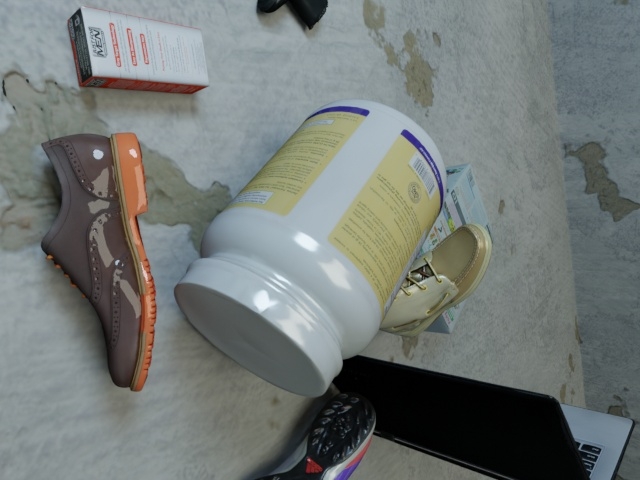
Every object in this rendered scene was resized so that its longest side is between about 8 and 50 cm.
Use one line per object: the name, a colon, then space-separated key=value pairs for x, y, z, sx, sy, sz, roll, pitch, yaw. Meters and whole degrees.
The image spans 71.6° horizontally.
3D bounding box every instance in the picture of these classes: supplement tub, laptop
supplement tub: x=0.000 y=0.000 z=0.577 sx=0.331 sy=0.241 sz=0.241 roll=-54 pitch=125 yaw=-31
laptop: x=0.255 y=0.243 z=0.737 sx=0.407 sy=0.381 sz=0.237 roll=-14 pitch=100 yaw=-45

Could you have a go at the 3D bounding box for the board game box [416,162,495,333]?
board game box: x=0.261 y=0.011 z=0.956 sx=0.303 sy=0.097 sz=0.224 roll=-49 pitch=122 yaw=-37

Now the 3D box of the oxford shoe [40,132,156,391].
oxford shoe: x=-0.229 y=0.026 z=0.463 sx=0.098 sy=0.097 sz=0.272 roll=-6 pitch=89 yaw=-26

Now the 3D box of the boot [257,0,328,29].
boot: x=-0.039 y=-0.372 z=0.688 sx=0.099 sy=0.045 sz=0.121 roll=38 pitch=65 yaw=-46

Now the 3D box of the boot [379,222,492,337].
boot: x=0.137 y=0.066 z=0.729 sx=0.203 sy=0.262 sz=0.095 roll=9 pitch=42 yaw=-34

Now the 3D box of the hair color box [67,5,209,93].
hair color box: x=-0.203 y=-0.213 z=0.511 sx=0.141 sy=0.043 sz=0.072 roll=-14 pitch=99 yaw=-47

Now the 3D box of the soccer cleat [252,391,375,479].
soccer cleat: x=-0.028 y=0.368 z=0.650 sx=0.318 sy=0.108 sz=0.117 roll=-39 pitch=140 yaw=-34
